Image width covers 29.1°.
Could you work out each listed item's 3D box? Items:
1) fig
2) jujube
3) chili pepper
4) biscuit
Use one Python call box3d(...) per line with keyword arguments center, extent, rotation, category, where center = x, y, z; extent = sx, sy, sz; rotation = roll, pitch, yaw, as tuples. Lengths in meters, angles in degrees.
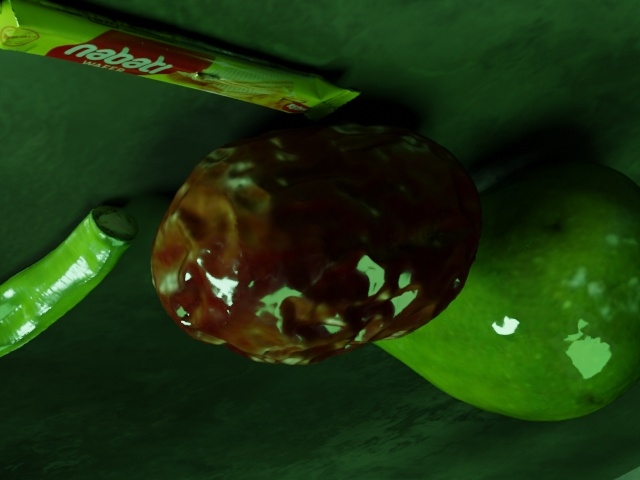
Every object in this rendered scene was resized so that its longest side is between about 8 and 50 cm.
box3d(center=(0.168, 0.034, 1.106), extent=(0.233, 0.233, 0.314), rotation=(4, -172, -43), category="fig")
box3d(center=(0.000, 0.000, 0.893), extent=(0.250, 0.174, 0.174), rotation=(-16, 156, -32), category="jujube")
box3d(center=(-0.215, 0.041, 0.934), extent=(0.201, 0.050, 0.052), rotation=(-36, 113, 20), category="chili pepper")
box3d(center=(-0.088, -0.110, 0.762), extent=(0.048, 0.026, 0.292), rotation=(-17, 163, 42), category="biscuit")
